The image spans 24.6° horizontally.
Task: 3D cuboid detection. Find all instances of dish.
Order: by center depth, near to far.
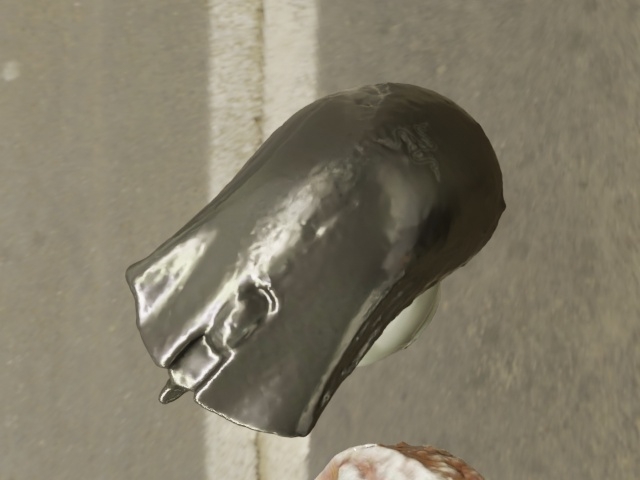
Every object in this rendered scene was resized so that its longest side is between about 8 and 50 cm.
[{"bbox_3d":[0.060,0.068,1.546,0.086,0.236,0.228,35,98,-19],"label":"dish"}]

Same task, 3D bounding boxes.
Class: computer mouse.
[{"bbox_3d":[0.000,0.000,0.864,0.147,0.088,0.264,41,78,7],"label":"computer mouse"}]

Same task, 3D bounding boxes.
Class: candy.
[{"bbox_3d":[0.111,0.339,1.557,0.289,0.157,0.214,46,119,41],"label":"candy"}]
